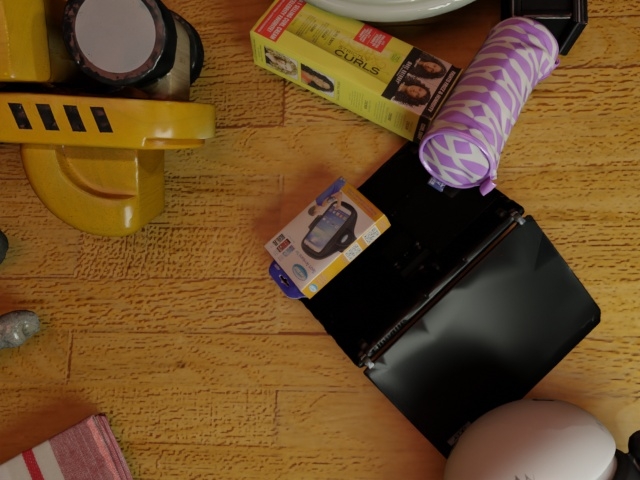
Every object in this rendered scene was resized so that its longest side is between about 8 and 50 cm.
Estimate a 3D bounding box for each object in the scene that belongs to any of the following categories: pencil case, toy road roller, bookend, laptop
[{"bbox_3d":[0.182,-0.146,0.592,0.088,0.086,0.206,31,67,5],"label":"pencil case"},{"bbox_3d":[-0.277,-0.133,0.585,0.329,0.202,0.241,2,102,-2],"label":"toy road roller"},{"bbox_3d":[0.215,-0.304,0.647,0.157,0.072,0.156,3,81,7],"label":"bookend"},{"bbox_3d":[0.126,0.056,0.625,0.234,0.136,0.264,-43,53,-3],"label":"laptop"}]

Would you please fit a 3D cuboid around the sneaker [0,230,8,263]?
[{"bbox_3d":[-0.558,-0.070,0.663,0.410,0.158,0.182,13,64,3],"label":"sneaker"}]

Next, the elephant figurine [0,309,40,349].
[{"bbox_3d":[-0.480,0.123,0.623,0.169,0.186,0.239,15,65,51],"label":"elephant figurine"}]

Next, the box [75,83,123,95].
[{"bbox_3d":[-0.358,-0.211,0.708,0.225,0.036,0.137,-18,79,2],"label":"box"}]

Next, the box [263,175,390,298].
[{"bbox_3d":[0.000,0.000,0.615,0.136,0.028,0.081,-41,53,-3],"label":"box"}]

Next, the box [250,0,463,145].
[{"bbox_3d":[0.039,-0.203,0.647,0.232,0.058,0.087,30,70,11],"label":"box"}]

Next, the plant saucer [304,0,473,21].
[{"bbox_3d":[0.083,-0.444,0.593,0.400,0.100,0.401,-1,86,9],"label":"plant saucer"}]

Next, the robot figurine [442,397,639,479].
[{"bbox_3d":[0.228,0.281,0.498,0.209,0.173,0.278,-23,77,-34],"label":"robot figurine"}]

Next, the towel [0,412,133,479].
[{"bbox_3d":[-0.332,0.367,0.609,0.328,0.037,0.237,-28,81,2],"label":"towel"}]
